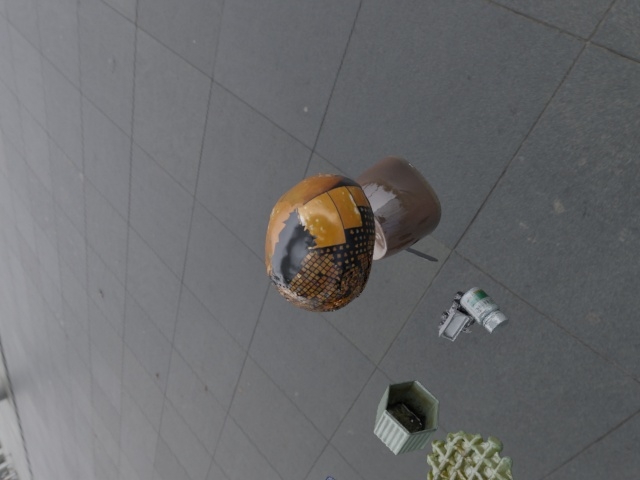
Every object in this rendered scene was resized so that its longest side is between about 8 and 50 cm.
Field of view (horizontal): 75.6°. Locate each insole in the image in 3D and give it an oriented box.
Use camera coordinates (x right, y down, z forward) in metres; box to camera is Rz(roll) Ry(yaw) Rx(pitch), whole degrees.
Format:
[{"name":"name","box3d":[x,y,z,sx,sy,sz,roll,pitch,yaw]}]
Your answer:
[{"name":"insole","box3d":[0.309,0.022,1.589,0.322,0.109,0.007,27,108,41]}]

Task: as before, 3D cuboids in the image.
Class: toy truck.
[{"name":"toy truck","box3d":[0.502,0.276,1.484,0.111,0.285,0.136,32,110,17]}]

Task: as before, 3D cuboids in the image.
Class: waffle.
[{"name":"waffle","box3d":[0.405,0.683,1.117,0.291,0.056,0.310,-31,47,49]}]

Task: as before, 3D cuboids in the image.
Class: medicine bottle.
[{"name":"medicine bottle","box3d":[0.489,0.209,1.231,0.130,0.080,0.080,53,137,40]}]

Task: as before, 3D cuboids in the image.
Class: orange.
[{"name":"orange","box3d":[0.000,0.000,0.686,0.182,0.235,0.235,19,126,-6]}]

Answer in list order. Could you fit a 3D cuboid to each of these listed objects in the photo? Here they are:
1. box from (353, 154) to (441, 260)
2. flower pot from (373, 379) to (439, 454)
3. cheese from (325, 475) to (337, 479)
[{"name":"box","box3d":[0.200,-0.087,1.312,0.301,0.216,0.301,42,153,27]},{"name":"flower pot","box3d":[0.339,0.701,1.638,0.209,0.239,0.190,-112,27,-45]},{"name":"cheese","box3d":[0.005,0.909,1.346,0.155,0.062,0.245,14,71,33]}]
